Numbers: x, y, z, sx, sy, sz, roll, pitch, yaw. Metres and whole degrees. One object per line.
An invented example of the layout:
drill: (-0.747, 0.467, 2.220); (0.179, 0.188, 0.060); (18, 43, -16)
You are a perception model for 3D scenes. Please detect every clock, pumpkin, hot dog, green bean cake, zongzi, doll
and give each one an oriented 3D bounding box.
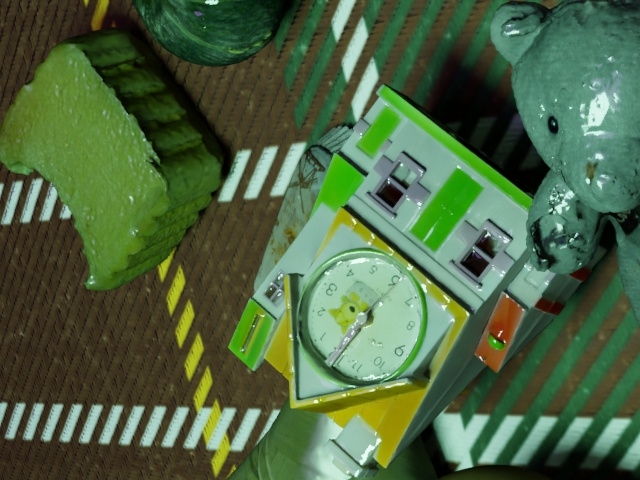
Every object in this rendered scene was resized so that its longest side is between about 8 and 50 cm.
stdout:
clock: (0.069, 0.055, 1.454); (0.235, 0.166, 0.309); (40, 99, 23)
pumpkin: (-0.109, -0.276, 1.577); (0.211, 0.152, 0.212); (42, 146, 37)
hot dog: (0.000, 0.000, 1.653); (0.131, 0.069, 0.253); (43, 129, 33)
green bean cake: (-0.233, -0.092, 1.786); (0.236, 0.124, 0.233); (54, 133, 11)
zongzi: (0.106, 0.304, 1.615); (0.447, 0.181, 0.418); (41, 125, 22)
doll: (0.265, -0.038, 1.244); (0.245, 0.158, 0.340); (-8, 112, 31)

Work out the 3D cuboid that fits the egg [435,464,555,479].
egg: (0.149, 0.385, 1.419); (0.301, 0.301, 0.374); (-19, 63, 45)
